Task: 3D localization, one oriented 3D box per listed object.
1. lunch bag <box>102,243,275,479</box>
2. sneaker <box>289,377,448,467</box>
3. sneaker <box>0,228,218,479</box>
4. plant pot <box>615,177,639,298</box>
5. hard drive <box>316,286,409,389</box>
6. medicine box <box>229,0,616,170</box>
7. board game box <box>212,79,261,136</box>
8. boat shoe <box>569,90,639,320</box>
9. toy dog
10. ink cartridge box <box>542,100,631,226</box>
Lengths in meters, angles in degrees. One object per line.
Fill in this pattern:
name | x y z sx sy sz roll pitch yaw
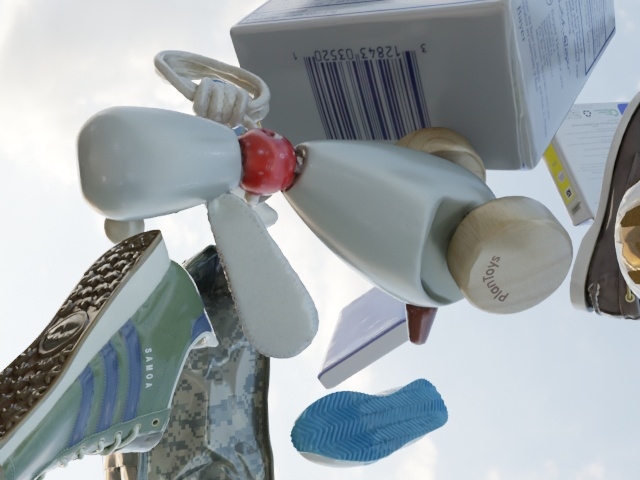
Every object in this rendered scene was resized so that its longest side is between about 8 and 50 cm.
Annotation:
lunch bag | -0.161 0.158 0.949 0.235 0.169 0.286 148 -56 -60
sneaker | 0.049 0.221 0.958 0.092 0.229 0.087 -42 -119 36
sneaker | -0.113 0.084 0.417 0.064 0.192 0.086 -10 -56 38
plant pot | 0.359 -0.005 0.613 0.254 0.237 0.237 -7 -93 57
hard drive | 0.107 0.157 1.636 0.210 0.318 0.040 -35 -81 17
medicine box | 0.112 -0.199 0.794 0.264 0.289 0.149 4 -54 33
board game box | -0.012 -0.128 0.948 0.160 0.212 0.039 48 -59 18
boat shoe | 0.433 -0.049 1.129 0.097 0.117 0.324 13 -101 38
toy dog | 0.000 0.000 0.596 0.220 0.334 0.160 -82 -171 -64
ink cartridge box | 0.547 -0.106 1.425 0.072 0.304 0.307 115 -35 -57
